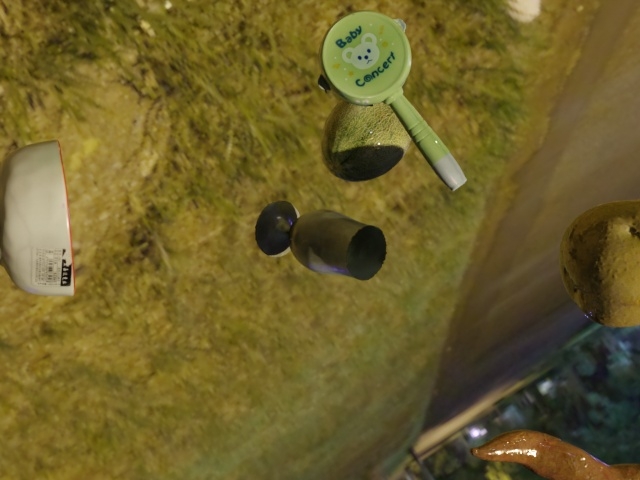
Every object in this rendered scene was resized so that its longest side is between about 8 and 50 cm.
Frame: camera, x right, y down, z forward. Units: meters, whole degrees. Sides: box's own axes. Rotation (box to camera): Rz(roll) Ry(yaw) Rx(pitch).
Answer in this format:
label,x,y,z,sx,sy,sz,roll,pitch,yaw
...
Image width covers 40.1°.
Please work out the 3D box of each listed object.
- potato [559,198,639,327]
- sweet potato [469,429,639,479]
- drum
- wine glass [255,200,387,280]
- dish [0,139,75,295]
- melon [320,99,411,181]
label,x,y,z,sx,sy,sz,roll,pitch,yaw
potato,0.398,0.020,1.081,0.194,0.157,0.157,-23,168,6
sweet potato,0.338,0.312,1.224,0.059,0.281,0.067,112,-5,-60
drum,0.110,-0.187,1.098,0.130,0.253,0.049,-52,-179,2
wine glass,0.000,0.000,1.255,0.093,0.093,0.202,-24,-156,-35
dish,-0.468,-0.031,1.416,0.117,0.256,0.256,-5,158,-18
melon,0.078,-0.174,1.419,0.192,0.139,0.139,-49,177,-32
